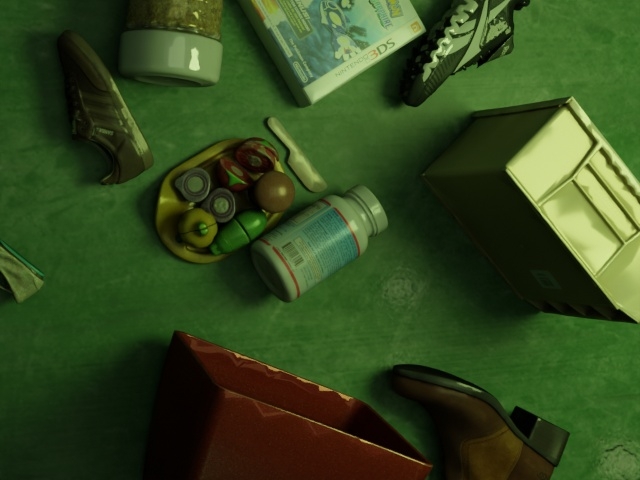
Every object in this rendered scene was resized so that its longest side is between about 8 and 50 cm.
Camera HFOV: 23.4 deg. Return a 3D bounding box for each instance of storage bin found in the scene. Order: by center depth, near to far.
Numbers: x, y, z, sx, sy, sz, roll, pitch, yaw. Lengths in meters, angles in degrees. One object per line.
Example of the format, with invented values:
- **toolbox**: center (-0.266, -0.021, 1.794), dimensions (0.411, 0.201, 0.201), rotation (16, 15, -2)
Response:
- **storage bin**: center (0.285, -0.031, 1.900), dimensions (0.123, 0.262, 0.260), rotation (-44, 104, -14)

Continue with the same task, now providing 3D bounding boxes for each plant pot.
- **plant pot**: center (-0.071, 0.281, 1.762), dimensions (0.267, 0.267, 0.235), rotation (22, 93, -18)

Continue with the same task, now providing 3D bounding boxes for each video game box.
- **video game box**: center (0.005, -0.298, 1.913), dimensions (0.187, 0.048, 0.205), rotation (-35, 102, -19)

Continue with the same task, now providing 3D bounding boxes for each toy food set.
- **toy food set**: center (-0.095, -0.059, 1.862), dimensions (0.218, 0.071, 0.128), rotation (-34, 101, -17)

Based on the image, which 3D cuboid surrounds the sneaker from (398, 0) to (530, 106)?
- **sneaker**: center (0.192, -0.253, 1.963), dimensions (0.106, 0.078, 0.234), rotation (36, 76, -14)

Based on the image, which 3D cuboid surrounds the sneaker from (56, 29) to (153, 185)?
- **sneaker**: center (-0.267, -0.152, 1.802), dimensions (0.071, 0.066, 0.188), rotation (-33, 100, -16)

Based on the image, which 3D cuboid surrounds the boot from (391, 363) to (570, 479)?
- **boot**: center (0.153, 0.318, 1.963), dimensions (0.264, 0.096, 0.280), rotation (28, 88, -25)

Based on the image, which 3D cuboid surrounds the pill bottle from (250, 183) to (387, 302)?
- **pill bottle**: center (0.000, 0.000, 1.888), dimensions (0.160, 0.087, 0.087), rotation (-33, 101, -17)

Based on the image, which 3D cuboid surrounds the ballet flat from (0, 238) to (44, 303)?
- **ballet flat**: center (-0.389, 0.007, 1.765), dimensions (0.052, 0.057, 0.168), rotation (-46, 104, -4)

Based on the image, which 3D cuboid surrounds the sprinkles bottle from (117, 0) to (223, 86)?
- **sprinkles bottle**: center (-0.163, -0.362, 1.812), dimensions (0.121, 0.121, 0.355), rotation (6, 88, -20)
